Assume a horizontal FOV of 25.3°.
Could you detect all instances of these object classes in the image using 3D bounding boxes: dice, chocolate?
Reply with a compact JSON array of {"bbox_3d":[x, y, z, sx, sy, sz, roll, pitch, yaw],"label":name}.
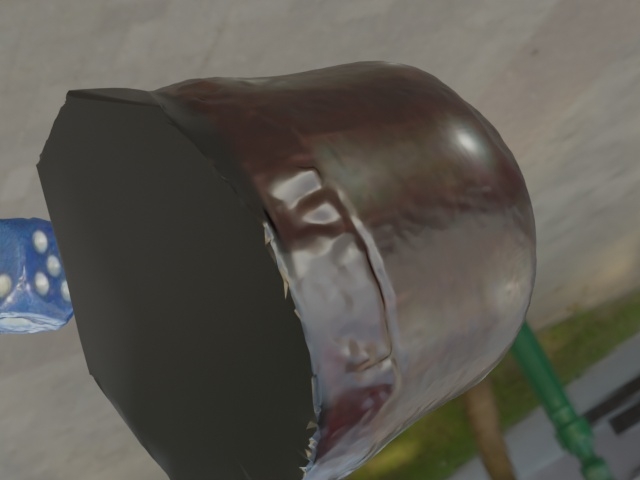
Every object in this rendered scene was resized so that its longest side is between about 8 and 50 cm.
[{"bbox_3d":[-0.432,0.052,2.015,0.146,0.146,0.143,-13,163,24],"label":"dice"},{"bbox_3d":[0.000,0.000,1.218,0.331,0.383,0.383,-28,166,-35],"label":"chocolate"}]
